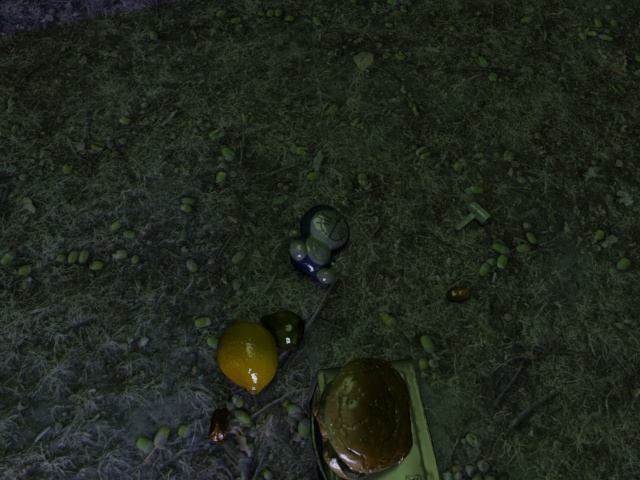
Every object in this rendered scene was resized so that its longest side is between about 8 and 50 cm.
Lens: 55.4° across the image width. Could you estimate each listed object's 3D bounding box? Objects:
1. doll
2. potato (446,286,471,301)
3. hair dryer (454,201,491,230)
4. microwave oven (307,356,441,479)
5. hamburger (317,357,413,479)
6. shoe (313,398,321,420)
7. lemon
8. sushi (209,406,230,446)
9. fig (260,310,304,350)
[{"bbox_3d":[0.000,0.000,2.079,0.228,0.154,0.258,39,69,-17],"label":"doll"},{"bbox_3d":[0.464,0.180,2.045,0.083,0.040,0.051,1,83,-7],"label":"potato"},{"bbox_3d":[0.538,-0.072,2.195,0.137,0.047,0.082,-36,67,-14],"label":"hair dryer"},{"bbox_3d":[0.138,0.566,1.694,0.333,0.247,0.394,-5,60,-6],"label":"microwave oven"},{"bbox_3d":[0.119,0.431,1.494,0.134,0.265,0.284,-20,73,37],"label":"hamburger"},{"bbox_3d":[0.035,0.442,1.583,0.109,0.072,0.069,9,21,-4],"label":"shoe"},{"bbox_3d":[-0.219,0.347,1.849,0.187,0.187,0.244,-18,64,-11],"label":"lemon"},{"bbox_3d":[-0.294,0.548,1.802,0.060,0.061,0.118,27,59,-24],"label":"sushi"},{"bbox_3d":[-0.129,0.275,1.933,0.156,0.123,0.123,18,60,19],"label":"fig"}]
